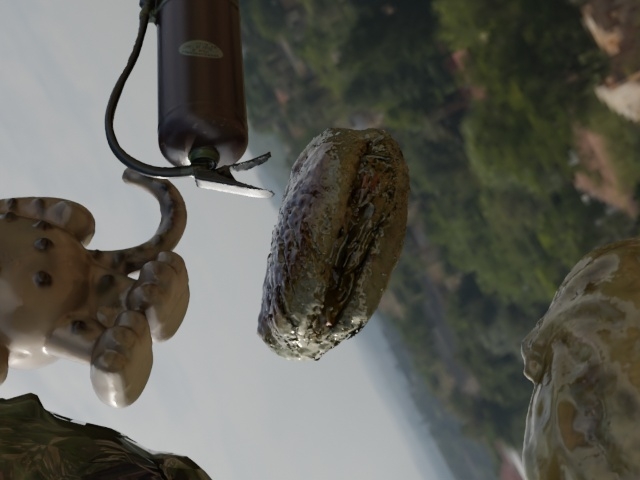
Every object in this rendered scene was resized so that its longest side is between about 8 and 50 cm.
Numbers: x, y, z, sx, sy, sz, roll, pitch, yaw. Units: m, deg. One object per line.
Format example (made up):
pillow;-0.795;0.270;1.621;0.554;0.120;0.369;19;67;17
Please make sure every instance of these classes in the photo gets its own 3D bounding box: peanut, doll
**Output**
peanut;0.180;0.151;0.768;0.140;0.153;0.325;130;144;-60
doll;-0.208;0.004;0.826;0.119;0.278;0.154;93;-169;-52

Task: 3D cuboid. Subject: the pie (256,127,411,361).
pie;0.000;0.000;1.190;0.163;0.079;0.193;-12;62;66

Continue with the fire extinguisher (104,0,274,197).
fire extinguisher;-0.066;-0.079;0.741;0.045;0.078;0.157;82;-178;-54

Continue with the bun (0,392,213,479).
bun;-0.113;0.173;0.591;0.273;0.168;0.273;28;-150;-18
